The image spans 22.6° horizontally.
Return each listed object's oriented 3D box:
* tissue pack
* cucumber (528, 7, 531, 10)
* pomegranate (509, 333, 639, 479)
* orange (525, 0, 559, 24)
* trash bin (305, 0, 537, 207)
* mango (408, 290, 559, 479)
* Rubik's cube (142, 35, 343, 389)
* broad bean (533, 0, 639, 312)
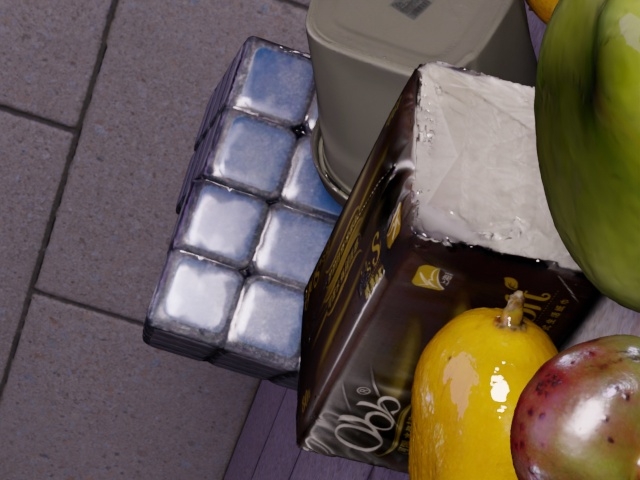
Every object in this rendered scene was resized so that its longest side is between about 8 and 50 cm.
[{"bbox_3d":[0.111,0.042,1.444,0.370,0.198,0.210,115,161,-49],"label":"tissue pack"},{"bbox_3d":[0.259,-0.350,1.631,0.134,0.134,0.244,-104,28,-77],"label":"cucumber"},{"bbox_3d":[0.183,0.135,0.992,0.159,0.129,0.129,-98,26,-56],"label":"pomegranate"},{"bbox_3d":[0.246,-0.269,1.491,0.156,0.124,0.156,-162,90,-80],"label":"orange"},{"bbox_3d":[0.102,-0.154,1.530,0.219,0.219,0.250,-59,-23,-24],"label":"trash bin"},{"bbox_3d":[0.129,0.187,1.282,0.176,0.119,0.316,-137,52,-66],"label":"mango"},{"bbox_3d":[0.000,0.000,1.836,0.344,0.345,0.337,141,147,-80],"label":"Rubik's cube"},{"bbox_3d":[0.220,-0.078,1.053,0.291,0.119,0.238,100,155,-60],"label":"broad bean"}]
